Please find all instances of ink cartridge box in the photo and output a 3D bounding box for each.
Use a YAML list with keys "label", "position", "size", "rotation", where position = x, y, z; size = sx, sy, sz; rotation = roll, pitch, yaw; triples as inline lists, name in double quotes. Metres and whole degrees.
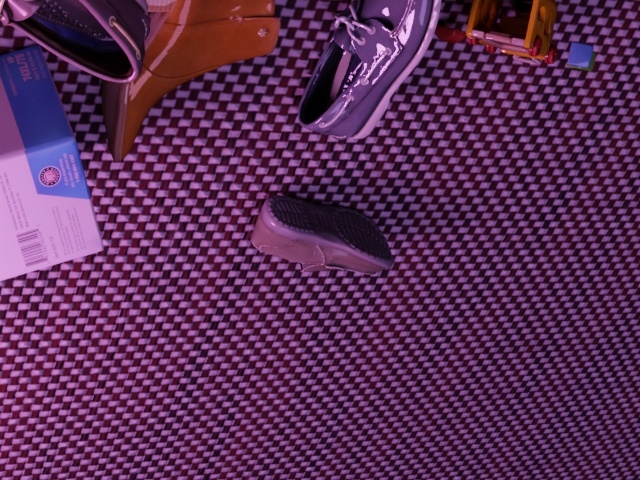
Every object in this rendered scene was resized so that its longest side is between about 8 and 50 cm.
- label: "ink cartridge box"
  position: [-0.434, -0.077, 1.758]
  size: [0.270, 0.197, 0.198]
  rotation: [-17, 138, -11]

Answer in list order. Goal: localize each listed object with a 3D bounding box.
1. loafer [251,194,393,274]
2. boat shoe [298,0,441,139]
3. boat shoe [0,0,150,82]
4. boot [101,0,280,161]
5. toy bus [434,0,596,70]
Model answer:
- label: "loafer"
  position: [0.000, 0.000, 2.149]
  size: [0.251, 0.094, 0.087]
  rotation: [19, 133, -33]
- label: "boat shoe"
  position: [0.062, -0.260, 1.893]
  size: [0.099, 0.116, 0.319]
  rotation: [-2, 137, -31]
- label: "boat shoe"
  position: [-0.311, -0.277, 1.554]
  size: [0.117, 0.096, 0.324]
  rotation: [-26, 143, 28]
- label: "boot"
  position: [-0.162, -0.229, 1.817]
  size: [0.211, 0.104, 0.295]
  rotation: [-5, 129, -23]
- label: "toy bus"
  position: [0.273, -0.304, 1.959]
  size: [0.191, 0.202, 0.104]
  rotation: [10, 96, -25]
